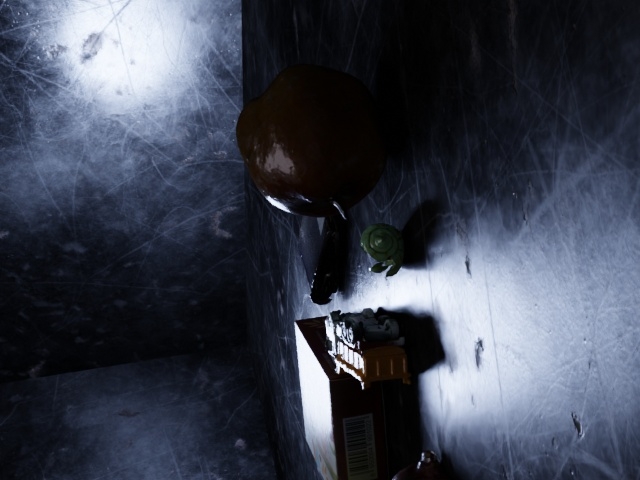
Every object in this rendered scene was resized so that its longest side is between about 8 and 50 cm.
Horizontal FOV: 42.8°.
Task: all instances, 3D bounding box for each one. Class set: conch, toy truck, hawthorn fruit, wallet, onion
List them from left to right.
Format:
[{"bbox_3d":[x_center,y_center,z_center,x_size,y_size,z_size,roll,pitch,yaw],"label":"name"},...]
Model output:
[{"bbox_3d":[-0.002,-0.165,1.483,0.267,0.268,0.300,98,151,-53],"label":"hawthorn fruit"},{"bbox_3d":[0.000,0.000,2.071,0.220,0.072,0.262,-103,15,-46],"label":"wallet"},{"bbox_3d":[0.090,0.217,1.656,0.270,0.114,0.135,-164,72,-75],"label":"toy truck"},{"bbox_3d":[0.116,0.028,1.509,0.170,0.079,0.105,66,-160,-76],"label":"conch"},{"bbox_3d":[0.173,0.454,1.436,0.206,0.098,0.151,164,97,-79],"label":"onion"}]

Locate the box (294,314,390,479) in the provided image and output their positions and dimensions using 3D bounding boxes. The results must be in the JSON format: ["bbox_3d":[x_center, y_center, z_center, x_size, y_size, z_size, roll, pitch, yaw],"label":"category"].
[{"bbox_3d":[0.047,0.403,1.940,0.385,0.122,0.344,-134,37,-71],"label":"box"}]
